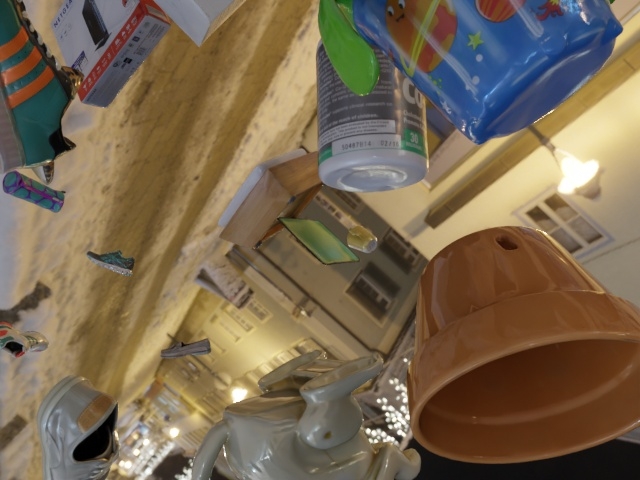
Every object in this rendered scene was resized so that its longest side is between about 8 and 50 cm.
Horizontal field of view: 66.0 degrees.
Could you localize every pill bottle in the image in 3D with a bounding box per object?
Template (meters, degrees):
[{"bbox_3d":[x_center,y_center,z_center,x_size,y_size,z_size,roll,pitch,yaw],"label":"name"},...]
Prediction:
[{"bbox_3d":[0.093,-0.288,0.935,0.204,0.204,0.360,142,-53,-74],"label":"pill bottle"}]

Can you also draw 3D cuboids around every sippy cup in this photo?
[{"bbox_3d":[0.169,-0.234,0.511,0.306,0.224,0.240,-34,164,15],"label":"sippy cup"}]

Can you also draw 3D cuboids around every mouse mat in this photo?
[{"bbox_3d":[0.000,0.000,1.088,0.007,0.152,0.190,-53,157,17],"label":"mouse mat"}]

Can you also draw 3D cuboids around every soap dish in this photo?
[{"bbox_3d":[-0.109,-0.109,1.258,0.229,0.118,0.291,-50,174,29],"label":"soap dish"}]

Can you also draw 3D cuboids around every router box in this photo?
[{"bbox_3d":[-0.583,-0.588,1.345,0.335,0.301,0.082,-37,161,28],"label":"router box"}]

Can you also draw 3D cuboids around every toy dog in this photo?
[{"bbox_3d":[0.006,0.452,0.895,0.396,0.407,0.285,-21,-178,-41],"label":"toy dog"}]

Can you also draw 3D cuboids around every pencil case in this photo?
[{"bbox_3d":[-0.745,-0.126,1.287,0.152,0.070,0.064,38,63,-63],"label":"pencil case"}]

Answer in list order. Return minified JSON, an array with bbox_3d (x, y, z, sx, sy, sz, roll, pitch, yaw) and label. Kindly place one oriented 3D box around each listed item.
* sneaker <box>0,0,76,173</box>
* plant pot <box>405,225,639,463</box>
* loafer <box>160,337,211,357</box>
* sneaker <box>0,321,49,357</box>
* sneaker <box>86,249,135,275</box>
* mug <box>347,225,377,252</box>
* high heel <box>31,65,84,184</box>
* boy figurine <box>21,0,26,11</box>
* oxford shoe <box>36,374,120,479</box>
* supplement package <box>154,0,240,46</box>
[{"bbox_3d":[-0.401,-0.239,0.648,0.121,0.108,0.302,-28,140,-41],"label":"sneaker"},{"bbox_3d":[0.241,0.119,0.614,0.291,0.291,0.203,-46,-149,34],"label":"plant pot"},{"bbox_3d":[-0.340,0.269,1.241,0.045,0.125,0.039,-134,-139,-79],"label":"loafer"},{"bbox_3d":[-0.694,0.246,1.142,0.057,0.075,0.161,-38,150,-5],"label":"sneaker"},{"bbox_3d":[-0.723,0.064,1.712,0.065,0.167,0.076,148,-36,-73],"label":"sneaker"},{"bbox_3d":[0.106,0.002,1.256,0.078,0.064,0.062,-2,114,-39],"label":"mug"},{"bbox_3d":[-0.613,-0.269,1.158,0.186,0.093,0.261,-42,148,-42],"label":"high heel"},{"bbox_3d":[-0.572,-0.299,0.755,0.285,0.177,0.092,-11,170,25],"label":"boy figurine"},{"bbox_3d":[-0.503,0.461,1.073,0.169,0.130,0.449,-58,168,-48],"label":"oxford shoe"},{"bbox_3d":[-0.262,-0.591,1.089,0.203,0.194,0.149,-51,-161,-15],"label":"supplement package"}]
